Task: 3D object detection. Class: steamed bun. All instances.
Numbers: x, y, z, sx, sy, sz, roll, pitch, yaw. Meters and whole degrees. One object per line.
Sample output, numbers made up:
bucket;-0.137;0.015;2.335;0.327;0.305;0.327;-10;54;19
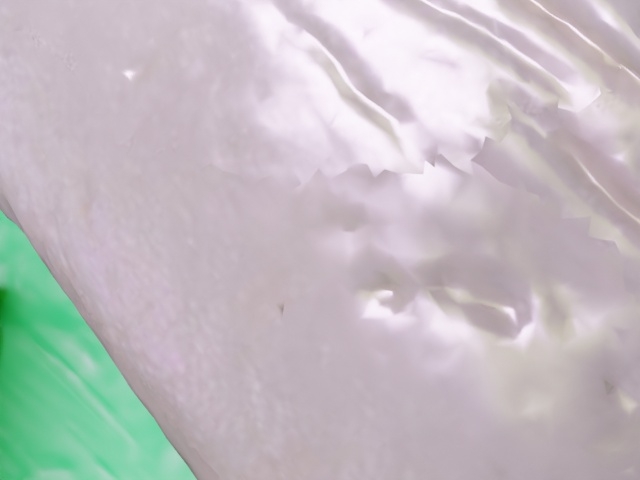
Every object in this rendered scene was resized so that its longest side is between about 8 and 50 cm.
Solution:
steamed bun;0.096;0.020;0.569;0.236;0.247;0.383;-33;94;29
